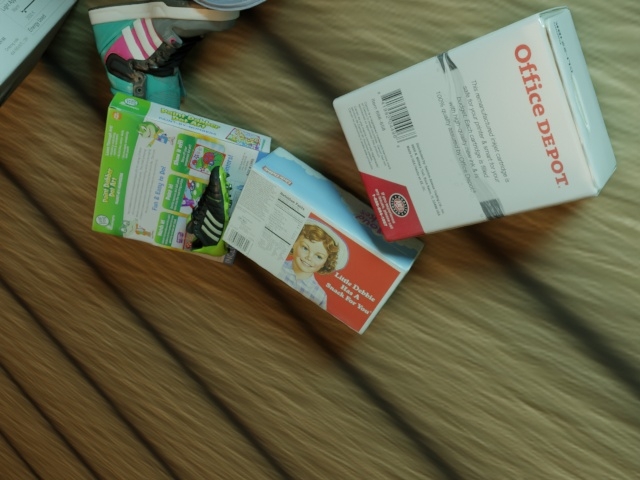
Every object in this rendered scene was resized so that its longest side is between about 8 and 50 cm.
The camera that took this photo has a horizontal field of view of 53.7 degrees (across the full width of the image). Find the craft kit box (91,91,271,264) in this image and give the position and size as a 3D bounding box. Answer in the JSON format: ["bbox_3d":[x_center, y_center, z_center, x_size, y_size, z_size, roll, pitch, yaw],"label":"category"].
[{"bbox_3d":[-0.231,-0.090,1.030,0.247,0.061,0.250,14,129,-14],"label":"craft kit box"}]

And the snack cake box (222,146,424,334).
[{"bbox_3d":[0.000,0.000,0.943,0.264,0.089,0.152,35,127,6],"label":"snack cake box"}]

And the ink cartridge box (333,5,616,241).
[{"bbox_3d":[0.179,-0.128,0.751,0.273,0.114,0.197,-13,104,41],"label":"ink cartridge box"}]

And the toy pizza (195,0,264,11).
[{"bbox_3d":[-0.105,-0.396,0.829,0.201,0.032,0.201,-1,85,17],"label":"toy pizza"}]

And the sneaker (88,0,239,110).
[{"bbox_3d":[-0.235,-0.276,0.970,0.295,0.124,0.178,10,117,36],"label":"sneaker"}]

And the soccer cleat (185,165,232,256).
[{"bbox_3d":[-0.176,-0.041,0.996,0.072,0.060,0.179,3,133,-8],"label":"soccer cleat"}]

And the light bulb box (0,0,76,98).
[{"bbox_3d":[-0.635,-0.357,0.970,0.361,0.358,0.225,36,128,-24],"label":"light bulb box"}]
